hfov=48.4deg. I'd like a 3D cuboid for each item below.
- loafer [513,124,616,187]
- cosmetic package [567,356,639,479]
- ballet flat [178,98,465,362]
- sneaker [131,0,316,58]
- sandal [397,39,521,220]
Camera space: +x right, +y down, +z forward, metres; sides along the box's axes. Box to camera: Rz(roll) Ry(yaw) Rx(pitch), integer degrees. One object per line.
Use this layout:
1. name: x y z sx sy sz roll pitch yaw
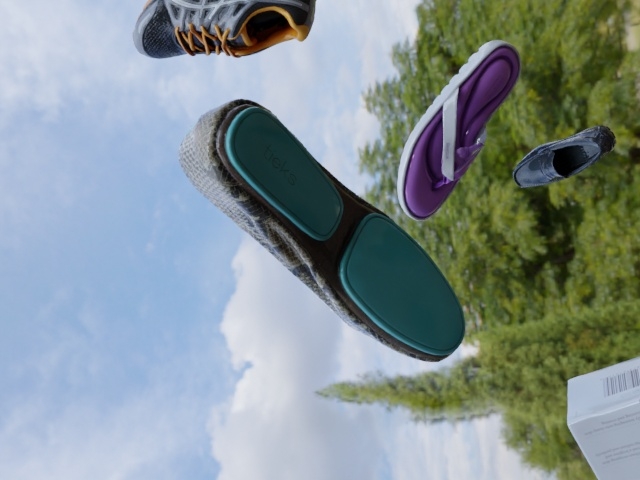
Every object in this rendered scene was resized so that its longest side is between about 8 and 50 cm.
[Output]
1. loafer: 0.458 -0.154 1.373 0.078 0.223 0.076 -39 -82 -40
2. cosmetic package: 0.574 0.379 1.116 0.384 0.217 0.156 61 -155 -6
3. ballet flat: 0.000 0.000 0.989 0.483 0.182 0.164 42 -119 -23
4. sneaker: -0.105 -0.234 0.764 0.084 0.215 0.083 52 -152 -58
5. sandal: 0.293 -0.227 1.473 0.169 0.102 0.416 25 -84 -34
